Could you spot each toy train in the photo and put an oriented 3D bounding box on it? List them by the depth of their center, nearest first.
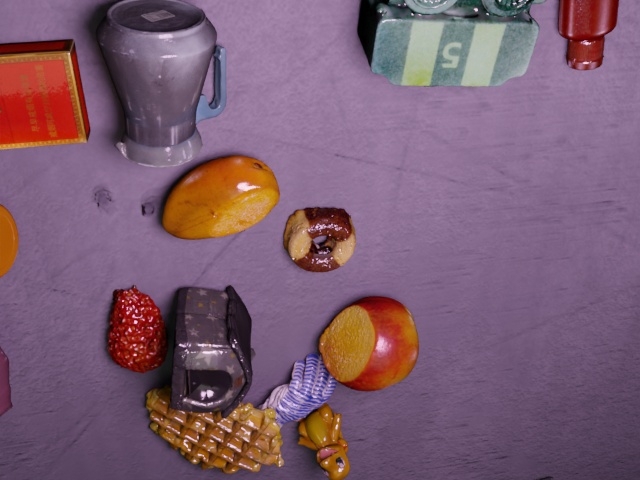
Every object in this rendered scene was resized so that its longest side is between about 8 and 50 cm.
[{"bbox_3d":[0.200,-0.362,1.156,0.299,0.167,0.238,0,132,-10],"label":"toy train"}]

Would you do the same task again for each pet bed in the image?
[{"bbox_3d":[-0.195,0.206,1.400,0.159,0.211,0.183,4,118,-11],"label":"pet bed"}]

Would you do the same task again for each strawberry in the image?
[{"bbox_3d":[-0.357,0.182,1.432,0.121,0.082,0.188,-7,126,-3],"label":"strawberry"}]

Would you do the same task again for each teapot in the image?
[{"bbox_3d":[-0.233,-0.242,1.149,0.203,0.171,0.225,-24,138,-33],"label":"teapot"}]

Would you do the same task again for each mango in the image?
[{"bbox_3d":[-0.178,-0.071,1.296,0.217,0.102,0.141,-28,147,11],"label":"mango"}]

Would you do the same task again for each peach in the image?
[{"bbox_3d":[0.094,0.203,1.476,0.192,0.190,0.190,-8,123,-5],"label":"peach"}]

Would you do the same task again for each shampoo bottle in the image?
[{"bbox_3d":[0.437,-0.410,1.220,0.102,0.064,0.260,-13,125,-7],"label":"shampoo bottle"}]

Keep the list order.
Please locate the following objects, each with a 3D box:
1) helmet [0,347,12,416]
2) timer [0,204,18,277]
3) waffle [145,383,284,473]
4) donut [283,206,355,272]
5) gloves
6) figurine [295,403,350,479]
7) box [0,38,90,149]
[{"bbox_3d":[-0.709,0.225,1.298,0.338,0.271,0.197,4,91,-8],"label":"helmet"},{"bbox_3d":[-0.610,0.000,1.257,0.152,0.132,0.132,1,126,17],"label":"timer"},{"bbox_3d":[-0.217,0.388,1.561,0.281,0.058,0.301,-28,117,30],"label":"waffle"},{"bbox_3d":[0.000,0.000,1.401,0.140,0.059,0.140,-5,126,-7],"label":"donut"},{"bbox_3d":[-0.042,0.324,1.588,0.229,0.097,0.119,-47,149,13],"label":"gloves"},{"bbox_3d":[0.023,0.442,1.624,0.121,0.176,0.122,-37,133,15],"label":"figurine"},{"bbox_3d":[-0.490,-0.220,1.154,0.239,0.074,0.153,-6,127,-9],"label":"box"}]
